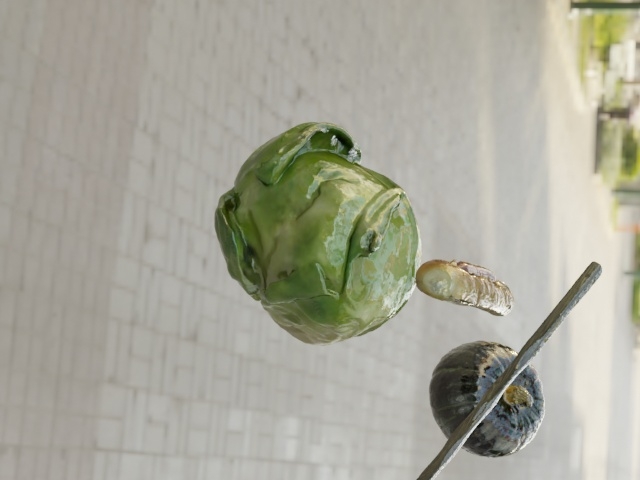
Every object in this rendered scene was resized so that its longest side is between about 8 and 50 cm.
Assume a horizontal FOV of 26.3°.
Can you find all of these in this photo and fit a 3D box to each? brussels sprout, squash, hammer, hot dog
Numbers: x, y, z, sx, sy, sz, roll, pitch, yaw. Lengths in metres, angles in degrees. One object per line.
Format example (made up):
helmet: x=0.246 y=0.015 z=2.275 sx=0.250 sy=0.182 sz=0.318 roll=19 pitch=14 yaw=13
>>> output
brussels sprout: x=0.000 y=-0.002 z=1.752 sx=0.227 sy=0.259 sz=0.294 roll=-26 pitch=137 yaw=-39
squash: x=0.260 y=0.244 z=2.131 sx=0.156 sy=0.193 sz=0.193 roll=123 pitch=-18 yaw=-55
hammer: x=0.131 y=0.128 z=1.067 sx=0.292 sy=0.058 sz=0.029 roll=-49 pitch=146 yaw=-12
hot dog: x=0.161 y=0.049 z=1.447 sx=0.047 sy=0.066 sz=0.215 roll=-64 pitch=154 yaw=4
